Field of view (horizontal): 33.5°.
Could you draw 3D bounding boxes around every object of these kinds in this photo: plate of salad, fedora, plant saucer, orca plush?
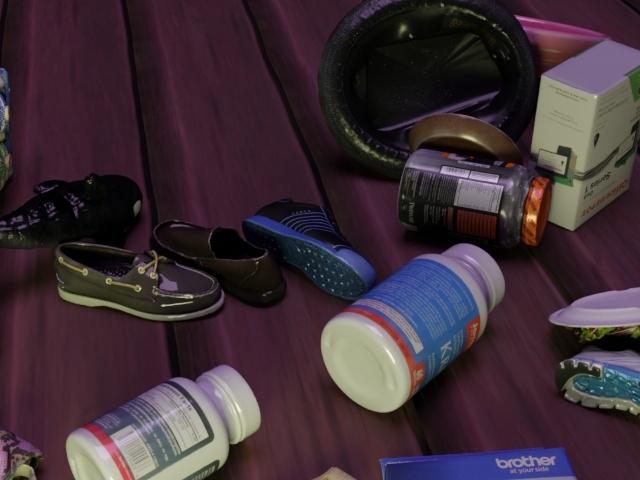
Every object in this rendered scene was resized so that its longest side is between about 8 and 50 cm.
[{"bbox_3d":[0.369,0.089,1.244,0.200,0.048,0.200,-9,5,1],"label":"plate of salad"},{"bbox_3d":[0.161,-0.239,1.657,0.334,0.334,0.152,-3,0,-1],"label":"fedora"},{"bbox_3d":[0.327,-0.339,1.825,0.332,0.084,0.332,8,17,-3],"label":"plant saucer"},{"bbox_3d":[-0.340,-0.061,1.426,0.287,0.102,0.151,-2,43,-44],"label":"orca plush"},{"bbox_3d":[0.200,-0.113,1.504,0.169,0.168,0.029,12,59,21],"label":"plant saucer"}]

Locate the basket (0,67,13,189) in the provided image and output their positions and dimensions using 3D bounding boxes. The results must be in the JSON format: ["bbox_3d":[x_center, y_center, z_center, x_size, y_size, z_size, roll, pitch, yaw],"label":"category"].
[{"bbox_3d":[-0.559,-0.146,1.506,0.201,0.254,0.289,10,24,15],"label":"basket"}]

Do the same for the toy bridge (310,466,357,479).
[{"bbox_3d":[-0.043,0.277,1.040,0.063,0.026,0.188,24,41,35],"label":"toy bridge"}]

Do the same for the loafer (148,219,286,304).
[{"bbox_3d":[-0.136,0.009,1.402,0.220,0.078,0.080,19,39,29],"label":"loafer"}]

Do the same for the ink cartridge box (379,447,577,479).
[{"bbox_3d":[0.163,0.291,0.979,0.186,0.065,0.311,-4,32,-3],"label":"ink cartridge box"}]

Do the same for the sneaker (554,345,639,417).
[{"bbox_3d":[0.361,0.156,1.164,0.191,0.071,0.083,20,34,30],"label":"sneaker"}]

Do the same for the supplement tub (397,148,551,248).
[{"bbox_3d":[0.210,-0.055,1.443,0.190,0.117,0.117,12,36,19],"label":"supplement tub"}]

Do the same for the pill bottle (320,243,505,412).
[{"bbox_3d":[0.115,0.090,1.224,0.124,0.124,0.221,25,43,35],"label":"pill bottle"}]

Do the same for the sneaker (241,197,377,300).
[{"bbox_3d":[0.000,0.000,1.405,0.090,0.081,0.232,-36,44,-30],"label":"sneaker"}]

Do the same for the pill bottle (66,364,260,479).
[{"bbox_3d":[-0.156,0.203,1.086,0.180,0.108,0.108,-26,40,-32],"label":"pill bottle"}]

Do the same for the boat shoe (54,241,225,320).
[{"bbox_3d":[-0.234,0.048,1.358,0.228,0.068,0.081,6,34,12],"label":"boat shoe"}]

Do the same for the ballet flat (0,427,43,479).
[{"bbox_3d":[-0.319,0.272,1.034,0.079,0.076,0.221,17,33,-6],"label":"ballet flat"}]

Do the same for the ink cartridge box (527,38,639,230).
[{"bbox_3d":[0.372,-0.146,1.481,0.093,0.219,0.160,30,46,34],"label":"ink cartridge box"}]
